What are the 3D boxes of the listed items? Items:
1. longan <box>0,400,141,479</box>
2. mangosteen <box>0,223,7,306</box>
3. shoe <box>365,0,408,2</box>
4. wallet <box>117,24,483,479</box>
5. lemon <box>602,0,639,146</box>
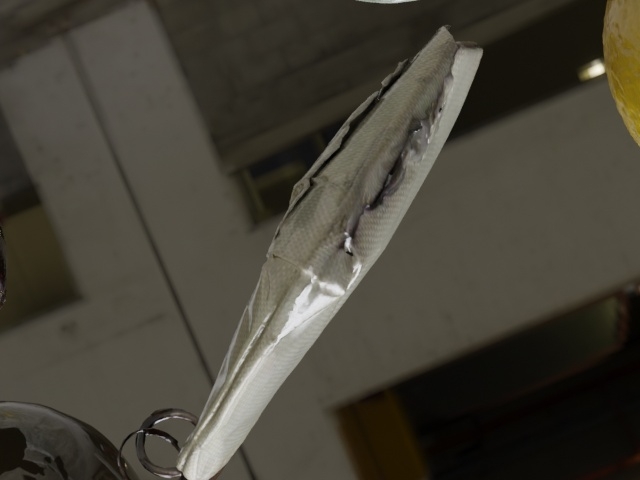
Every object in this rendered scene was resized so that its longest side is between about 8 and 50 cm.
[{"bbox_3d":[-0.275,0.323,1.695,0.288,0.350,0.288,-22,164,-6],"label":"longan"},{"bbox_3d":[-0.333,0.046,1.353,0.211,0.250,0.211,-10,-143,8],"label":"mangosteen"},{"bbox_3d":[0.023,-0.286,1.592,0.265,0.110,0.095,7,-145,31],"label":"shoe"},{"bbox_3d":[0.002,0.003,1.166,0.335,0.068,0.275,-55,179,-39],"label":"wallet"},{"bbox_3d":[0.254,-0.124,0.993,0.187,0.244,0.187,12,-156,-5],"label":"lemon"}]
